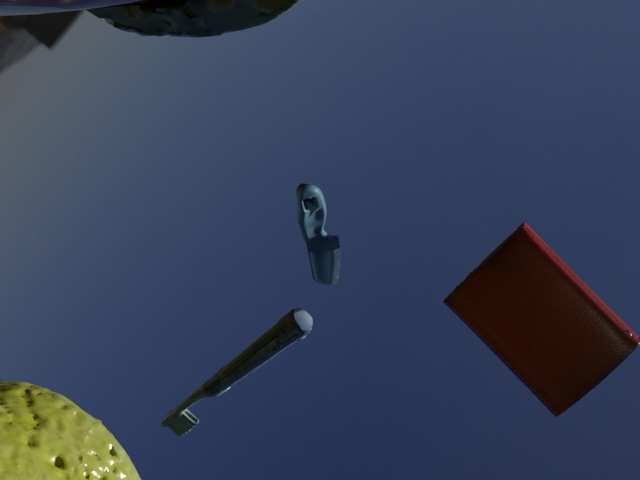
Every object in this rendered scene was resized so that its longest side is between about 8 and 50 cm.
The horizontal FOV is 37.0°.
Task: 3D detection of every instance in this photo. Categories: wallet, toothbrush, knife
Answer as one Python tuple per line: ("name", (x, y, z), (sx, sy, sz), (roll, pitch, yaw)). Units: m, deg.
("wallet", (0.270, 0.097, 1.177), (0.142, 0.204, 0.045), (-45, 176, 8))
("toothbrush", (-0.057, 0.087, 0.589), (0.016, 0.019, 0.219), (-51, -175, -37))
("knife", (0.000, 0.000, 1.126), (0.313, 0.044, 0.019), (81, -1, -68))

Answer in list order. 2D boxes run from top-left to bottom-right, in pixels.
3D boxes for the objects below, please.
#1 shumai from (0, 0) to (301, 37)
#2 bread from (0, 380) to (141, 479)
("shumai", (-0.108, -0.183, 0.305), (0.330, 0.288, 0.292), (21, -99, 50))
("bread", (-0.329, 0.295, 0.835), (0.348, 0.348, 0.307), (-39, 174, 28))
